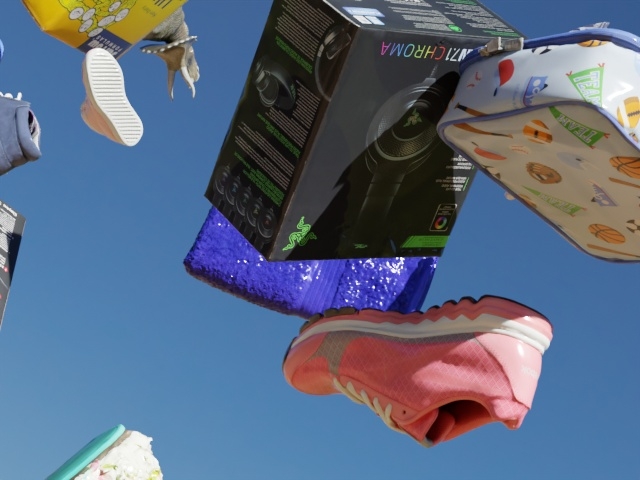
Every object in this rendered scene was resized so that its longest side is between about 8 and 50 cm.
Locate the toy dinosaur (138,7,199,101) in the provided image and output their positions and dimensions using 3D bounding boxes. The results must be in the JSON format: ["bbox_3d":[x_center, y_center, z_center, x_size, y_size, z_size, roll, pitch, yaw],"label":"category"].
[{"bbox_3d":[-0.291,-0.364,2.606,0.313,0.160,0.121,30,-38,-12],"label":"toy dinosaur"}]

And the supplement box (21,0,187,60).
[{"bbox_3d":[-0.223,-0.418,2.158,0.195,0.356,0.194,55,10,18],"label":"supplement box"}]

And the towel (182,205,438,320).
[{"bbox_3d":[0.000,0.000,2.231,0.308,0.228,0.076,21,-32,2],"label":"towel"}]

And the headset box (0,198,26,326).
[{"bbox_3d":[-0.433,0.044,1.729,0.110,0.293,0.218,-29,-51,30],"label":"headset box"}]

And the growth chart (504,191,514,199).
[{"bbox_3d":[0.350,-0.075,2.160,0.237,0.021,0.172,-8,-4,-32],"label":"growth chart"}]

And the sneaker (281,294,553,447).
[{"bbox_3d":[0.081,0.141,1.726,0.313,0.136,0.116,-10,-31,36],"label":"sneaker"}]

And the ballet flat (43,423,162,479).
[{"bbox_3d":[-0.178,0.199,1.068,0.091,0.241,0.077,-25,-83,47],"label":"ballet flat"}]

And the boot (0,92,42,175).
[{"bbox_3d":[-0.318,-0.119,1.672,0.086,0.190,0.069,-21,-50,1],"label":"boot"}]

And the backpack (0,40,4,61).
[{"bbox_3d":[-0.514,-0.259,2.436,0.101,0.120,0.098,39,8,-49],"label":"backpack"}]

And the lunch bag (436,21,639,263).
[{"bbox_3d":[0.266,-0.090,1.665,0.303,0.115,0.243,37,-26,-33],"label":"lunch bag"}]

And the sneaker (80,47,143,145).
[{"bbox_3d":[-0.261,-0.171,2.011,0.070,0.051,0.134,21,-35,39],"label":"sneaker"}]

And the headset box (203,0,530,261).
[{"bbox_3d":[0.044,-0.114,1.755,0.246,0.283,0.131,0,33,-41],"label":"headset box"}]
